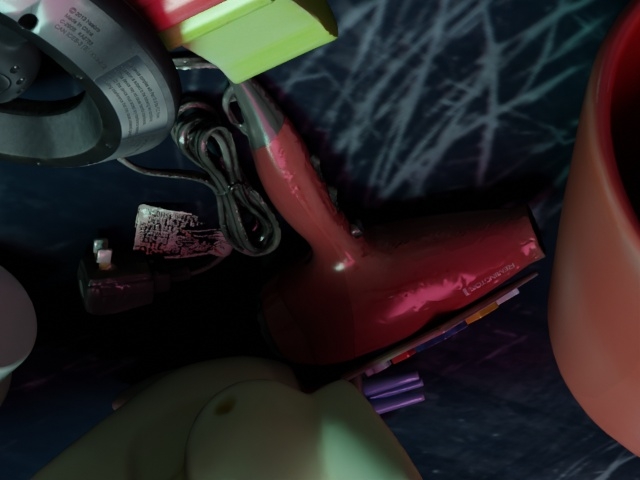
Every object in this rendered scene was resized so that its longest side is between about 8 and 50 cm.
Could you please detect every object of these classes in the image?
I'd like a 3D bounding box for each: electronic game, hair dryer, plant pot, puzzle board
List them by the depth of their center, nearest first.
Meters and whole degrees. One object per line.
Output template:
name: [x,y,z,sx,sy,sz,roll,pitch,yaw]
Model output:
electronic game: [-0.175,-0.099,0.648,0.229,0.048,0.229,16,159,6]
plant pot: [0.250,0.006,0.766,0.275,0.274,0.243,-1,155,-8]
hair dryer: [0.000,0.000,0.848,0.294,0.080,0.223,5,143,-16]
puzzle board: [0.080,0.061,0.938,0.096,0.011,0.128,-26,176,-36]

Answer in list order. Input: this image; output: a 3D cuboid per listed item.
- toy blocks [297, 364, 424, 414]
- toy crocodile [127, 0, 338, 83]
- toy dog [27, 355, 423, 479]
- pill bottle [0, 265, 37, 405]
toy blocks: [0.016,0.145,1.082,0.148,0.054,0.123,-14,144,10]
toy crocodile: [-0.094,-0.168,0.569,0.115,0.105,0.340,-19,144,17]
toy dog: [-0.157,0.227,0.844,0.408,0.395,0.284,-20,136,-15]
pill bottle: [-0.269,0.089,0.904,0.112,0.112,0.187,22,137,-34]
